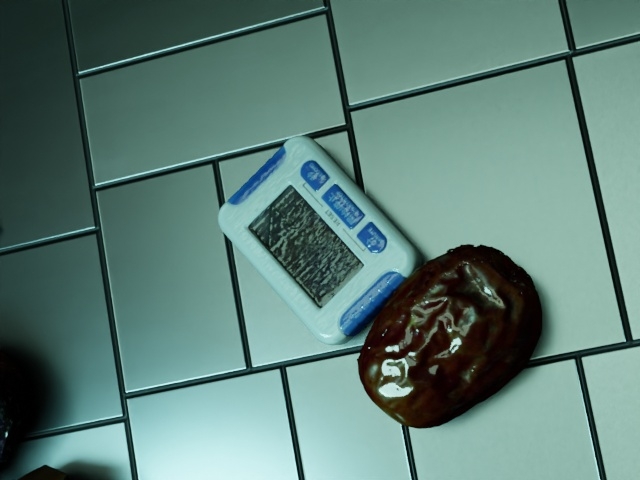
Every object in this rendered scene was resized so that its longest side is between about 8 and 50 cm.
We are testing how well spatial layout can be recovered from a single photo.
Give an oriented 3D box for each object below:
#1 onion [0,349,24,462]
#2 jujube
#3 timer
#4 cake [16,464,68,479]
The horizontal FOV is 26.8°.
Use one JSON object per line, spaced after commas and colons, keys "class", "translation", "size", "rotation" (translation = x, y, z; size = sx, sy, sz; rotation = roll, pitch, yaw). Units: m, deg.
{"class": "onion", "translation": [-0.528, 0.259, 1.829], "size": [0.221, 0.281, 0.281], "rotation": [19, 88, 3]}
{"class": "jujube", "translation": [0.165, 0.120, 1.688], "size": [0.243, 0.183, 0.183], "rotation": [-47, 73, 13]}
{"class": "timer", "translation": [0.000, 0.000, 1.792], "size": [0.178, 0.078, 0.253], "rotation": [-44, 73, 9]}
{"class": "cake", "translation": [-0.367, 0.430, 1.797], "size": [0.208, 0.185, 0.178], "rotation": [-37, 111, 6]}
